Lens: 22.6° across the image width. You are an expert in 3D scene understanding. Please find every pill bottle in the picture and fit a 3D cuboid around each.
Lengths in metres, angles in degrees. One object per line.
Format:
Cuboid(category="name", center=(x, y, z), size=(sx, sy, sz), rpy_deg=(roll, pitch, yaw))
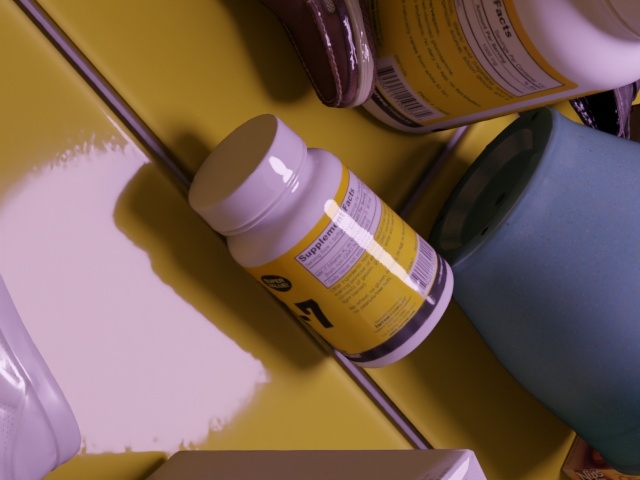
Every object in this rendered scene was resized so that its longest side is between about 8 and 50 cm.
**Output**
Cuboid(category="pill bottle", center=(0.000, 0.000, 1.298), size=(0.208, 0.119, 0.119), rpy_deg=(42, 60, -25))
Cuboid(category="pill bottle", center=(0.175, -0.205, 1.326), size=(0.188, 0.334, 0.188), rpy_deg=(6, 80, -38))

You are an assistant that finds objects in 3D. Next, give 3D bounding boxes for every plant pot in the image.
Cuboid(category="plant pot", center=(0.240, 0.026, 1.409), size=(0.255, 0.272, 0.271), rpy_deg=(34, 63, -12))

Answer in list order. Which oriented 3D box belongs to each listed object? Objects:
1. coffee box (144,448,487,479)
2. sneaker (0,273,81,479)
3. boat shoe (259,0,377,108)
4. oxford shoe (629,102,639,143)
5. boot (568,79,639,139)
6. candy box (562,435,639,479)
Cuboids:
Cuboid(category="coffee box", center=(-0.038, 0.373, 1.078), size=(0.338, 0.334, 0.338), rpy_deg=(-40, 110, -36))
Cuboid(category="sneaker", center=(-0.293, 0.075, 1.066), size=(0.169, 0.108, 0.292), rpy_deg=(-42, 110, -37))
Cuboid(category="boat shoe", center=(-0.036, -0.225, 1.331), size=(0.095, 0.095, 0.257), rpy_deg=(-20, 90, -24))
Cuboid(category="oxford shoe", center=(0.418, 0.000, 1.569), size=(0.348, 0.130, 0.123), rpy_deg=(47, 67, -5))
Cuboid(category="boot", center=(0.260, -0.243, 1.520), size=(0.263, 0.091, 0.229), rpy_deg=(59, 39, -18))
Cuboid(category="candy box", center=(0.318, 0.156, 1.530), size=(0.053, 0.109, 0.186), rpy_deg=(43, 61, -25))
